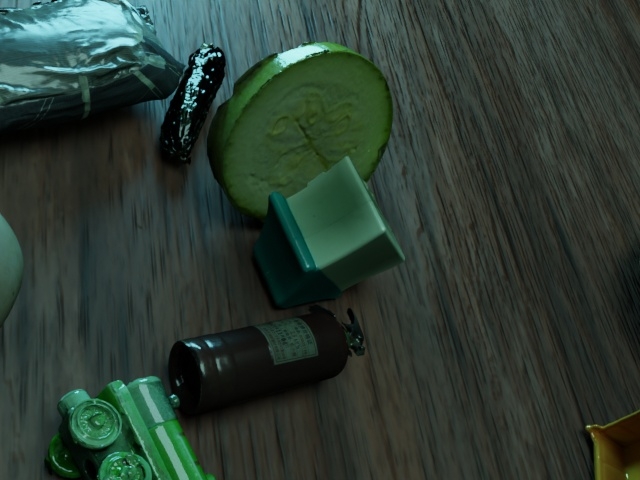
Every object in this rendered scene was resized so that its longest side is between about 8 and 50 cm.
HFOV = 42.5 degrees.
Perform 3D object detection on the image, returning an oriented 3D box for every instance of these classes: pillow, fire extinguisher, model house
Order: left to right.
[{"bbox_3d":[-0.298,-0.189,0.862,0.335,0.092,0.161,-25,67,-41],"label":"pillow"},{"bbox_3d":[-0.042,0.106,0.827,0.231,0.071,0.099,-10,36,-38],"label":"fire extinguisher"},{"bbox_3d":[0.000,0.000,0.891,0.100,0.149,0.127,63,6,23],"label":"model house"}]

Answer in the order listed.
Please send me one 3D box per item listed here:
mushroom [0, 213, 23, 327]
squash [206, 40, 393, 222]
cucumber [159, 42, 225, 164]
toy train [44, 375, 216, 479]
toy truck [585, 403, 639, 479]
[{"bbox_3d":[-0.345,0.038,0.621,0.226,0.178,0.226,11,22,-4],"label":"mushroom"},{"bbox_3d":[-0.013,-0.112,0.902,0.219,0.219,0.041,0,36,-33],"label":"squash"},{"bbox_3d":[-0.150,-0.161,0.966,0.053,0.053,0.181,24,49,-15],"label":"cucumber"},{"bbox_3d":[-0.127,0.225,0.673,0.119,0.085,0.251,-14,68,-45],"label":"toy train"},{"bbox_3d":[0.362,0.319,0.886,0.135,0.114,0.270,28,46,-16],"label":"toy truck"}]
